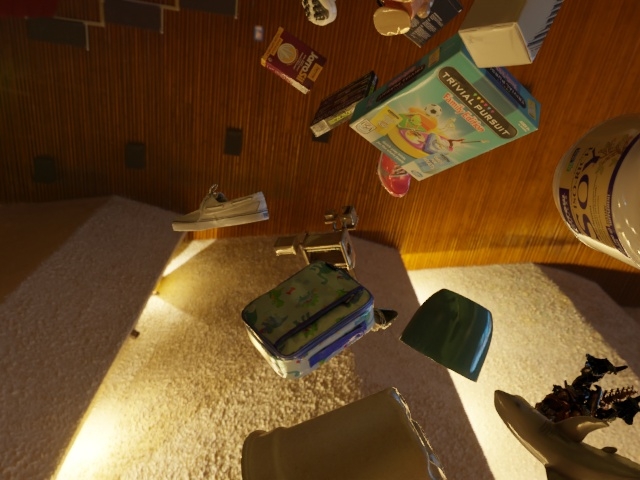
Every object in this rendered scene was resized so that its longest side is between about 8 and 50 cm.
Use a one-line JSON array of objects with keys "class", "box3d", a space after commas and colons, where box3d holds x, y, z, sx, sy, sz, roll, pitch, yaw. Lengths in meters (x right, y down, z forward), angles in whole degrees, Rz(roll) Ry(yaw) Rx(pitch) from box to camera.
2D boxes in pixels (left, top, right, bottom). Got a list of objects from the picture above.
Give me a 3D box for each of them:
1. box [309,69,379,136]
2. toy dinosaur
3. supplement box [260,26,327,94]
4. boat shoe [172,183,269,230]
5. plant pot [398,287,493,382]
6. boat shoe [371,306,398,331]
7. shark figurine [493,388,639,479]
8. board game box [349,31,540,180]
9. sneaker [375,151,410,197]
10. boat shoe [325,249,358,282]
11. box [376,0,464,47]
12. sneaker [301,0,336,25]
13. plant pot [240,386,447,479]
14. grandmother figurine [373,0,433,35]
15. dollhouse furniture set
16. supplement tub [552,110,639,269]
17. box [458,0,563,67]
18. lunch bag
[{"class": "box", "box3d": [0.071, -0.399, 1.338, 0.190, 0.045, 0.184, -22, -150, 30]}, {"class": "toy dinosaur", "box3d": [0.674, 0.400, 1.169, 0.321, 0.218, 0.164, -23, -119, -31]}, {"class": "supplement box", "box3d": [-0.040, -0.265, 0.681, 0.083, 0.055, 0.043, 30, -175, -12]}, {"class": "boat shoe", "box3d": [-0.378, -0.127, 1.685, 0.366, 0.157, 0.136, -8, -174, 12]}, {"class": "plant pot", "box3d": [0.449, 0.306, 1.576, 0.293, 0.235, 0.293, 28, 176, 2]}, {"class": "boat shoe", "box3d": [0.138, 0.177, 1.061, 0.153, 0.048, 0.056, 25, -147, -60]}, {"class": "shark figurine", "box3d": [0.369, 0.315, 0.614, 0.278, 0.166, 0.116, 11, -135, 35]}, {"class": "board game box", "box3d": [0.268, -0.283, 1.043, 0.253, 0.079, 0.336, 32, 151, -25]}, {"class": "sneaker", "box3d": [0.259, -0.286, 1.541, 0.115, 0.314, 0.136, -12, -158, -12]}, {"class": "boat shoe", "box3d": [0.064, 0.172, 1.634, 0.123, 0.342, 0.123, -22, -165, -15]}, {"class": "box", "box3d": [0.323, -0.749, 1.462, 0.261, 0.184, 0.103, -8, -112, -58]}, {"class": "sneaker", "box3d": [0.002, -0.604, 1.061, 0.118, 0.110, 0.292, -12, -125, -5]}, {"class": "plant pot", "box3d": [0.066, 0.452, 0.882, 0.305, 0.334, 0.334, -31, -150, 2]}, {"class": "grandmother figurine", "box3d": [0.213, -0.553, 0.896, 0.104, 0.208, 0.342, 29, -120, 8]}, {"class": "dollhouse furniture set", "box3d": [0.000, 0.000, 1.192, 0.181, 0.101, 0.161, -5, -144, 22]}, {"class": "supplement tub", "box3d": [0.506, -0.077, 0.685, 0.240, 0.241, 0.331, 13, -168, 7]}, {"class": "box", "box3d": [0.359, -0.442, 0.801, 0.113, 0.275, 0.094, 19, 166, 48]}, {"class": "lunch bag", "box3d": [-0.018, 0.140, 0.846, 0.219, 0.090, 0.176, -29, -138, -23]}]
